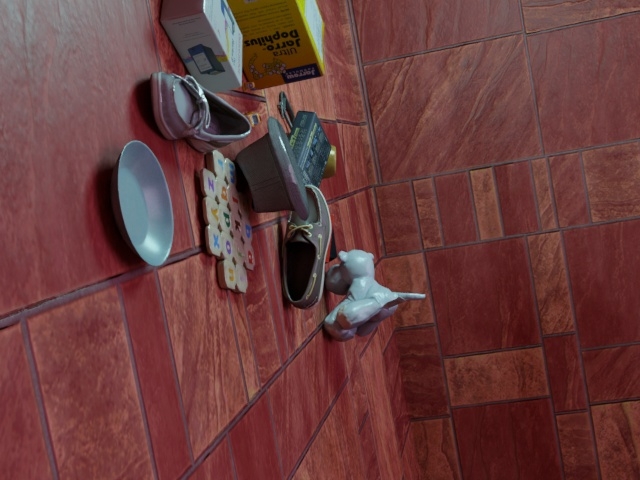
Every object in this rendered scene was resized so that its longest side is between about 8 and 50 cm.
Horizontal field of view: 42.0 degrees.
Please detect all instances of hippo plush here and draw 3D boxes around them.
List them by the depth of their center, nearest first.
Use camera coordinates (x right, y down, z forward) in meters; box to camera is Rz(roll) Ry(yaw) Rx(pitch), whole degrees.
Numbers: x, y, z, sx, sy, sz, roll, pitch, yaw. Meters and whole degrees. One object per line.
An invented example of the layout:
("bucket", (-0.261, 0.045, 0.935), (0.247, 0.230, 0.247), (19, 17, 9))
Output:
("hippo plush", (0.101, 0.146, 2.511), (0.234, 0.294, 0.237), (-2, 61, -48))

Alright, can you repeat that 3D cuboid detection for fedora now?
("fedora", (-0.114, -0.146, 1.870), (0.275, 0.124, 0.244), (-102, 173, -70))
("fedora", (0.005, -0.236, 2.497), (0.194, 0.079, 0.195), (-176, -90, -79))

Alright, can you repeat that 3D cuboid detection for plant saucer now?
("plant saucer", (-0.280, -0.054, 1.277), (0.195, 0.037, 0.195), (-9, 90, -77))

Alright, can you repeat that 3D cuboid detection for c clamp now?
("c clamp", (-0.096, -0.359, 2.422), (0.161, 0.022, 0.137), (59, 19, -56))

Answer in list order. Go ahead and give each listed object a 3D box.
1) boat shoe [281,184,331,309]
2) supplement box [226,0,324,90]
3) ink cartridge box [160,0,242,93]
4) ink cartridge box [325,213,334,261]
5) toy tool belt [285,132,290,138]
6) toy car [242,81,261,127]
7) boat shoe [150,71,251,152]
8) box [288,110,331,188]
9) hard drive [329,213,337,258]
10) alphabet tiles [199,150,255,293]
("boat shoe", (-0.042, 0.012, 2.126), (0.096, 0.116, 0.325), (28, 65, -74))
("supplement box", (-0.127, -0.567, 2.002), (0.357, 0.195, 0.194), (65, 20, -51))
("ink cartridge box", (-0.230, -0.419, 1.657), (0.212, 0.093, 0.154), (67, 18, -54))
("ink cartridge box", (0.000, 0.000, 2.330), (0.179, 0.045, 0.146), (-3, 100, -57))
("toy tool belt", (-0.095, -0.255, 2.293), (0.051, 0.052, 0.083), (-63, 153, -24))
("toy car", (-0.167, -0.329, 2.005), (0.060, 0.040, 0.122), (-4, 86, -78))
("boat shoe", (-0.221, -0.235, 1.528), (0.320, 0.103, 0.118), (33, 49, -74))
("box", (-0.046, -0.209, 2.281), (0.183, 0.059, 0.233), (59, 43, -61))
("hard drive", (-0.002, -0.018, 2.508), (0.254, 0.054, 0.172), (25, 57, -76))
("alphabet tiles", (-0.192, -0.036, 1.714), (0.278, 0.021, 0.284), (32, 50, -74))
